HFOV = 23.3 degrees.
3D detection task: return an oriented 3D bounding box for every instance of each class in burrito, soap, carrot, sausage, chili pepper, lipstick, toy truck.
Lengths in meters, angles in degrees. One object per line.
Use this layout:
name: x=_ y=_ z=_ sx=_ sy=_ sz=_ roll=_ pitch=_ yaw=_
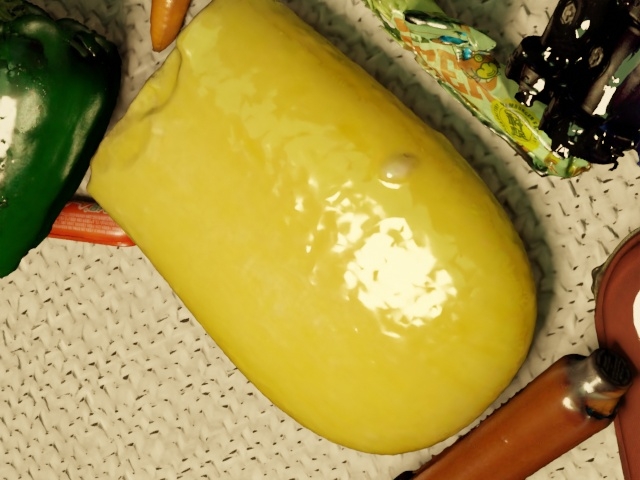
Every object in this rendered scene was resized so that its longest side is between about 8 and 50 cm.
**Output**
burrito: x=0.121 y=-0.158 z=1.328 sx=0.288 sy=0.104 sz=0.054 roll=44 pitch=84 yaw=10
soap: x=0.001 y=-0.001 z=1.413 sx=0.427 sy=0.115 sz=0.306 roll=47 pitch=112 yaw=5
carrot: x=-0.109 y=-0.294 z=1.418 sx=0.271 sy=0.066 sz=0.062 roll=-54 pitch=37 yaw=28
sausage: x=-0.228 y=-0.018 z=1.545 sx=0.145 sy=0.048 sz=0.050 roll=7 pitch=151 yaw=22
chili pepper: x=-0.317 y=-0.106 z=1.441 sx=0.233 sy=0.248 sz=0.257 roll=24 pitch=104 yaw=16
lipstick: x=0.125 y=0.216 z=1.391 sx=0.077 sy=0.077 sz=0.418 roll=49 pitch=130 yaw=5
toy truck: x=0.267 y=-0.138 z=1.223 sx=0.177 sy=0.213 sz=0.161 roll=19 pitch=117 yaw=-24

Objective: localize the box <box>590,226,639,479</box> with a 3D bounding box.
box: x=0.377 y=0.163 z=1.297 sx=0.263 sy=0.108 sz=0.404 roll=-9 pitch=101 yaw=25
